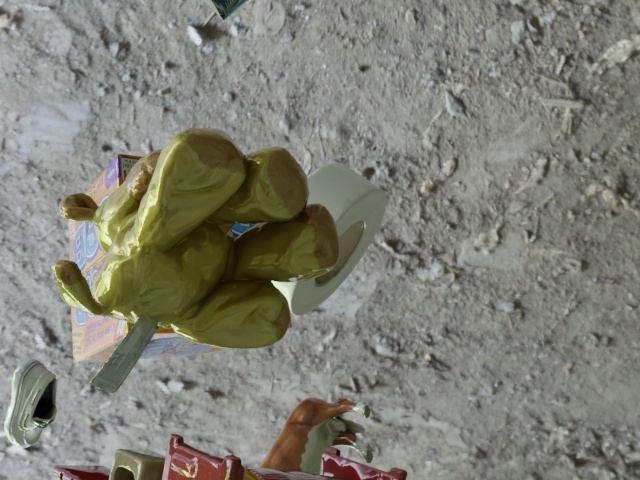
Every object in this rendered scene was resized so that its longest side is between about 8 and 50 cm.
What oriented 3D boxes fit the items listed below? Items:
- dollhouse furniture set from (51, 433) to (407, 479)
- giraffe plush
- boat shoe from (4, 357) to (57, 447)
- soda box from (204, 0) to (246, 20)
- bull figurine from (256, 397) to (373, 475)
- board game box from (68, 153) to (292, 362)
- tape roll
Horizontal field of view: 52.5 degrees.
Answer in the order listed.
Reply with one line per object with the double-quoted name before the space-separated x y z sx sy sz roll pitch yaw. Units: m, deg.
"dollhouse furniture set" -0.121 0.273 0.676 0.201 0.152 0.374 19 165 -38
"giraffe plush" -0.115 -0.005 0.520 0.210 0.170 0.181 -39 125 -5
"boat shoe" -0.545 0.327 1.235 0.076 0.083 0.226 26 127 13
"soda box" -0.106 -0.243 0.473 0.063 0.183 0.058 -40 154 -2
"bull figurine" -0.031 0.382 1.066 0.188 0.310 0.101 -6 126 31
"board game box" -0.324 0.058 1.435 0.357 0.356 0.356 3 161 -35
"tape roll" 0.000 0.000 1.203 0.100 0.286 0.286 36 129 18
